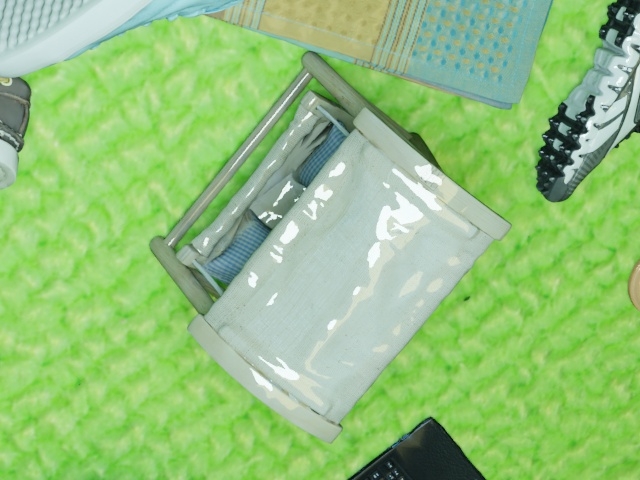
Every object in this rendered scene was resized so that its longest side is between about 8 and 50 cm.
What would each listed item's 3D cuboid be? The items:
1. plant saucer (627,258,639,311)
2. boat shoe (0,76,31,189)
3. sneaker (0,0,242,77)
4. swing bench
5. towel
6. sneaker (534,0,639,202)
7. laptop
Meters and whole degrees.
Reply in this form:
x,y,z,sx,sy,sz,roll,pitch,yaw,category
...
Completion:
x,y,z,sx,sy,sz,roll,pitch,yaw,category
0.372,0.045,1.709,0.084,0.013,0.083,-6,114,-13,plant saucer
-0.412,-0.129,1.358,0.325,0.116,0.096,12,68,-8,boat shoe
-0.125,-0.227,1.348,0.366,0.135,0.150,-30,141,8,sneaker
0.000,0.000,1.445,0.165,0.254,0.253,35,99,-26,swing bench
0.061,-0.293,1.461,0.370,0.040,0.271,14,107,-19,towel
0.301,-0.133,1.576,0.106,0.078,0.234,21,103,-21,sneaker
0.097,0.370,1.699,0.264,0.136,0.234,-38,118,2,laptop
